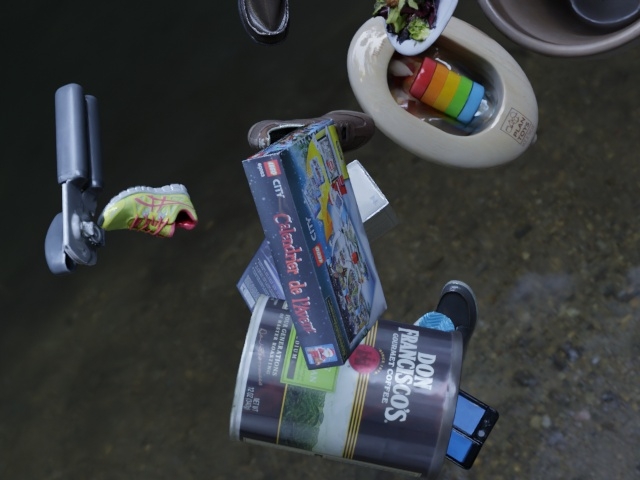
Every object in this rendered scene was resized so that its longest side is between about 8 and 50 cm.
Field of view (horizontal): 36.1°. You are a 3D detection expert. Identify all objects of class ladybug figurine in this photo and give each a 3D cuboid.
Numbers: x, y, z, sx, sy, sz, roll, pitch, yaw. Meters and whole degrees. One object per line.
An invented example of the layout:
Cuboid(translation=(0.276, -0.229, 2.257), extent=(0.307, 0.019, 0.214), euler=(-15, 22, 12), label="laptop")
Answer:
Cuboid(translation=(0.256, -0.309, 2.096), extent=(0.305, 0.449, 0.162), euler=(-61, 7, -9), label="ladybug figurine")

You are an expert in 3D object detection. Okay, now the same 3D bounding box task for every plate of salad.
Cuboid(translation=(0.102, -0.298, 1.043), extent=(0.200, 0.048, 0.199), euler=(-175, 90, -66), label="plate of salad")

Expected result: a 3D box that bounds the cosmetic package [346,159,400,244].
Cuboid(translation=(0.061, -0.053, 2.018), extent=(0.160, 0.309, 0.113), euler=(-35, 79, 3), label="cosmetic package")

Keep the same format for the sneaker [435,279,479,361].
Cuboid(translation=(0.255, 0.195, 1.945), extent=(0.083, 0.222, 0.118), euler=(13, 31, 20), label="sneaker")

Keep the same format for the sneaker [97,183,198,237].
Cuboid(translation=(-0.304, -0.044, 1.775), extent=(0.094, 0.208, 0.081), euler=(55, 133, 19), label="sneaker")

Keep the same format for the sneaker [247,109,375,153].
Cuboid(translation=(-0.005, -0.142, 1.384), extent=(0.188, 0.066, 0.071), euler=(-9, 19, -14), label="sneaker")

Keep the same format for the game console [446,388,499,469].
Cuboid(translation=(0.238, 0.323, 1.731), extent=(0.107, 0.122, 0.071), euler=(-61, -11, 7), label="game console")

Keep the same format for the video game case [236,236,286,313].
Cuboid(translation=(-0.052, 0.088, 1.697), extent=(0.196, 0.026, 0.274), euler=(58, 144, 18), label="video game case")

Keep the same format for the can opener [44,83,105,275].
Cuboid(translation=(-0.368, -0.088, 1.426), extent=(0.095, 0.076, 0.283), euler=(-18, 64, 18), label="can opener")

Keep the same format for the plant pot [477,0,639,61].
Cuboid(translation=(0.335, -0.339, 1.205), extent=(0.263, 0.229, 0.263), euler=(1, 92, 25), label="plant pot")

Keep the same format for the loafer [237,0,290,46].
Cuboid(translation=(-0.093, -0.411, 1.524), extent=(0.078, 0.080, 0.220), euler=(129, 132, -81), label="loafer")

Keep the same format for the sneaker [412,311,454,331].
Cuboid(translation=(0.146, 0.226, 1.623), extent=(0.228, 0.087, 0.092), euler=(-55, -6, -7), label="sneaker")

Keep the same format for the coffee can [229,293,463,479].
Cuboid(translation=(0.035, 0.195, 1.310), extent=(0.275, 0.201, 0.201), euler=(11, 53, 2), label="coffee can")

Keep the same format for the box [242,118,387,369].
Cuboid(translation=(0.000, 0.000, 1.060), extent=(0.044, 0.233, 0.159), euler=(-11, 14, 25), label="box")
